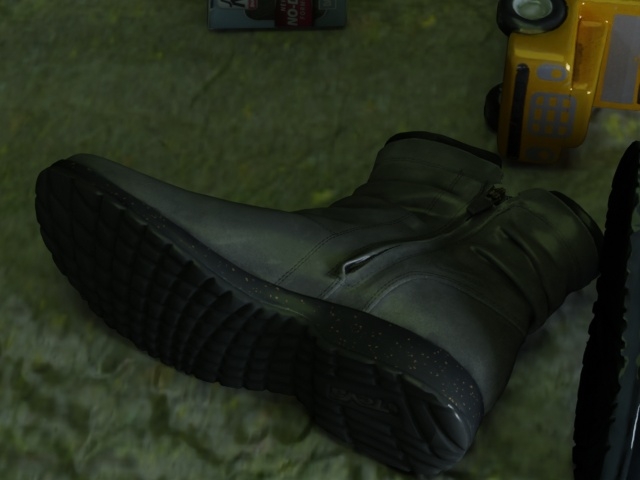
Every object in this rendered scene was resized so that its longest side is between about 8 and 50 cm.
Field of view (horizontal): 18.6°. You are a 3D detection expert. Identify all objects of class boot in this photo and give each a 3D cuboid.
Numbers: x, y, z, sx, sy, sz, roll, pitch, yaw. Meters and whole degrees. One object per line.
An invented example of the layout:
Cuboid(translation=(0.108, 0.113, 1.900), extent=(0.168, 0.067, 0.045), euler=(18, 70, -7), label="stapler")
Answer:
Cuboid(translation=(0.276, 0.065, 1.228), extent=(0.207, 0.094, 0.246), euler=(14, 65, -4), label="boot")
Cuboid(translation=(0.000, 0.000, 1.295), extent=(0.338, 0.118, 0.222), euler=(30, 50, 11), label="boot")

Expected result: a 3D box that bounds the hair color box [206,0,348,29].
Cuboid(translation=(-0.041, -0.359, 1.562), extent=(0.114, 0.185, 0.374), euler=(-1, 47, -2), label="hair color box")

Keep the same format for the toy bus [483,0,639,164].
Cuboid(translation=(0.202, -0.203, 1.472), extent=(0.130, 0.108, 0.332), euler=(7, 47, 4), label="toy bus")
